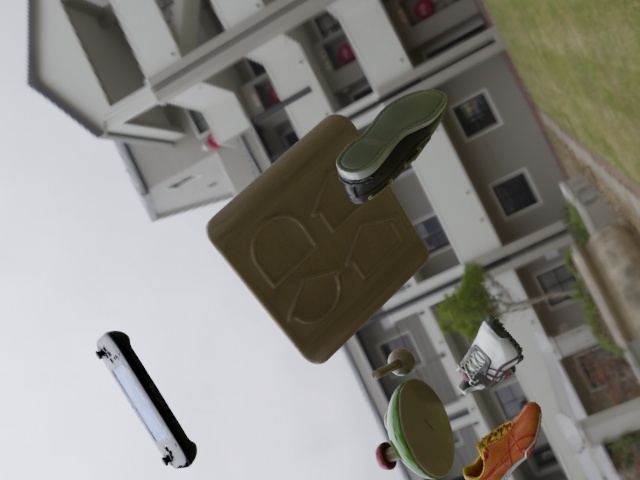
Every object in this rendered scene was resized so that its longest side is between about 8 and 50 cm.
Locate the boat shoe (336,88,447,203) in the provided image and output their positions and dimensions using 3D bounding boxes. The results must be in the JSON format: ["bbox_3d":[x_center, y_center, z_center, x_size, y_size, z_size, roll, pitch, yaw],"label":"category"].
[{"bbox_3d":[0.109,-0.141,1.083,0.081,0.228,0.068,24,145,37],"label":"boat shoe"}]

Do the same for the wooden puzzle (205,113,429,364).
[{"bbox_3d":[0.000,0.000,1.331,0.347,0.322,0.080,54,164,-28],"label":"wooden puzzle"}]

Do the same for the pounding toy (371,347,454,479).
[{"bbox_3d":[0.145,0.337,1.383,0.183,0.110,0.236,-19,-97,-60],"label":"pounding toy"}]

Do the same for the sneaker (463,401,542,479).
[{"bbox_3d":[0.289,0.325,1.173,0.067,0.175,0.064,30,-167,-6],"label":"sneaker"}]

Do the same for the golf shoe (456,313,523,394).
[{"bbox_3d":[0.358,0.259,1.592,0.105,0.120,0.272,50,166,31],"label":"golf shoe"}]

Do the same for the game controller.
[{"bbox_3d":[-0.360,0.327,1.521,0.319,0.067,0.166,57,157,1],"label":"game controller"}]
